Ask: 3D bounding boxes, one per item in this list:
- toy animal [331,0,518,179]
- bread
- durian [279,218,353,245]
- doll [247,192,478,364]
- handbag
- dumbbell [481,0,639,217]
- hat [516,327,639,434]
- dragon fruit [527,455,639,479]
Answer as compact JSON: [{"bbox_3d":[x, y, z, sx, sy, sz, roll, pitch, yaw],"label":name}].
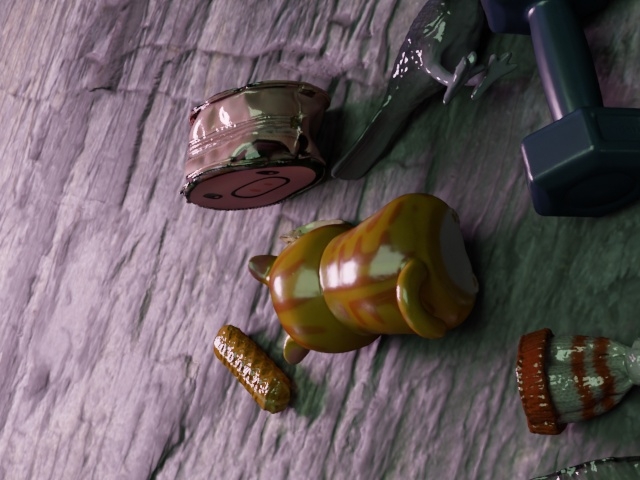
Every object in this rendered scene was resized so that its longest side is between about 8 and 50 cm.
[{"bbox_3d":[0.144,-0.216,1.651,0.206,0.081,0.367,32,100,56],"label":"toy animal"},{"bbox_3d":[-0.088,0.164,1.770,0.157,0.044,0.052,42,112,43],"label":"bread"},{"bbox_3d":[0.000,-0.010,1.731,0.130,0.066,0.052,-6,63,52],"label":"durian"},{"bbox_3d":[0.058,0.047,1.598,0.269,0.162,0.167,-20,84,48],"label":"doll"},{"bbox_3d":[-0.082,-0.121,1.770,0.205,0.179,0.116,-18,71,38],"label":"handbag"},{"bbox_3d":[0.266,-0.187,1.491,0.143,0.156,0.316,-13,65,7],"label":"dumbbell"},{"bbox_3d":[0.286,0.138,1.423,0.162,0.093,0.112,-11,78,21],"label":"hat"},{"bbox_3d":[0.274,0.336,1.274,0.283,0.204,0.221,-27,60,35],"label":"dragon fruit"}]
